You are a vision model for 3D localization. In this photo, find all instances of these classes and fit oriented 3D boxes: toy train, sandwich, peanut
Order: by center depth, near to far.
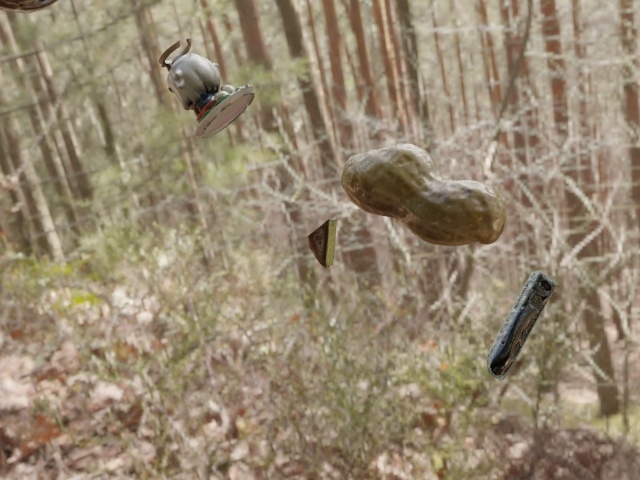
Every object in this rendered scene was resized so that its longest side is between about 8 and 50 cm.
[{"bbox_3d":[0.109,-0.049,1.060,0.193,0.089,0.089,27,43,23],"label":"peanut"},{"bbox_3d":[0.000,0.000,1.552,0.044,0.083,0.031,13,21,25],"label":"sandwich"},{"bbox_3d":[0.342,0.149,1.733,0.207,0.043,0.047,-57,15,-19],"label":"toy train"}]

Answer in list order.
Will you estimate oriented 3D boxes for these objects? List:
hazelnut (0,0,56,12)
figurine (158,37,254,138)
[{"bbox_3d":[-0.292,-0.301,0.913,0.178,0.178,0.204,-36,8,-38],"label":"hazelnut"},{"bbox_3d":[-0.199,-0.265,1.660,0.132,0.154,0.132,-40,-3,-3],"label":"figurine"}]
